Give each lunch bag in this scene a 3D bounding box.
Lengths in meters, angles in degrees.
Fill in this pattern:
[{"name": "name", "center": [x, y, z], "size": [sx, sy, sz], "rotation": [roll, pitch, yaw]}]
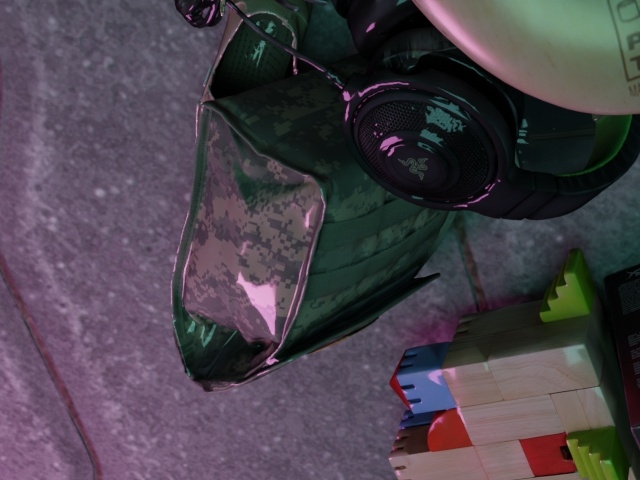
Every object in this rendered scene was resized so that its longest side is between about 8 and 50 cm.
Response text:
[{"name": "lunch bag", "center": [0.000, 0.000, 1.041], "size": [0.169, 0.235, 0.287], "rotation": [37, 131, 27]}]

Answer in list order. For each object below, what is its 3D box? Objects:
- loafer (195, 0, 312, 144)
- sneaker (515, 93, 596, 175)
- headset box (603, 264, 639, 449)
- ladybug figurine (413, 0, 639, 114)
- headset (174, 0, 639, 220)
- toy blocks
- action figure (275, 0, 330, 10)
[{"name": "loafer", "center": [-0.071, -0.125, 1.083], "size": [0.102, 0.092, 0.268], "rotation": [11, 118, 3]}, {"name": "sneaker", "center": [0.193, -0.157, 1.049], "size": [0.118, 0.083, 0.222], "rotation": [-17, 105, -7]}, {"name": "headset box", "center": [0.360, 0.171, 1.056], "size": [0.110, 0.293, 0.218], "rotation": [-22, 111, 18]}, {"name": "ladybug figurine", "center": [0.156, -0.290, 0.746], "size": [0.305, 0.162, 0.449], "rotation": [-18, 96, 7]}, {"name": "headset", "center": [0.088, -0.155, 0.855], "size": [0.394, 0.243, 0.185], "rotation": [7, 152, -23]}, {"name": "toy blocks", "center": [0.196, 0.216, 1.188], "size": [0.261, 0.191, 0.381], "rotation": [-13, 115, 27]}, {"name": "action figure", "center": [-0.084, -0.311, 0.951], "size": [0.141, 0.164, 0.276], "rotation": [-12, 98, 42]}]
